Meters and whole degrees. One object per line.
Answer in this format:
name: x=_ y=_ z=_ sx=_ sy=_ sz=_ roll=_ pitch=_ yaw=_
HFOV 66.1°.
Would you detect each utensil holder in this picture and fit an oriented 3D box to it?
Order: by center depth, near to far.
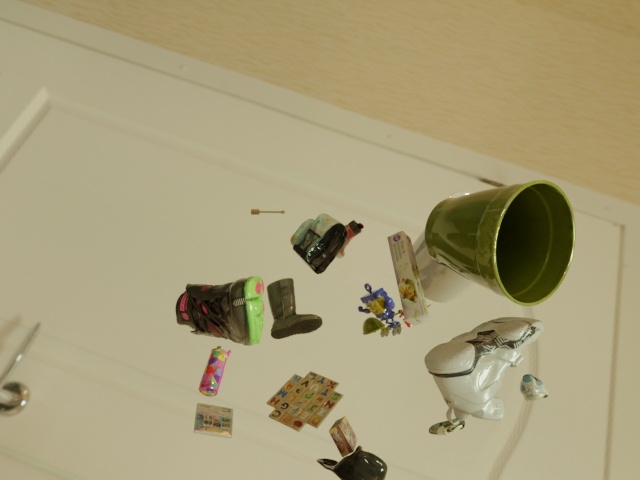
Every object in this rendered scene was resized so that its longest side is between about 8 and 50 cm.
utensil holder: x=0.558 y=0.041 z=2.021 sx=0.385 sy=0.328 sz=0.327 roll=119 pitch=-5 yaw=-50

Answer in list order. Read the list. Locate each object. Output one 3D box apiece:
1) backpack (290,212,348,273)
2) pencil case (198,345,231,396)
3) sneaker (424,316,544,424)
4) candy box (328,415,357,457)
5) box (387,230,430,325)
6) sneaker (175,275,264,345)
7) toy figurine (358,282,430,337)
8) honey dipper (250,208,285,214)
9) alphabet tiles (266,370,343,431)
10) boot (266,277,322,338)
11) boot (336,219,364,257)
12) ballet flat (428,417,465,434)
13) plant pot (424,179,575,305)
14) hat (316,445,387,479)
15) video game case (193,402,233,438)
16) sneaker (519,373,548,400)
backpack: x=0.000 y=0.000 z=1.731 sx=0.188 sy=0.144 sz=0.166 roll=-45 pitch=143 yaw=-5
pencil case: x=-0.513 y=0.633 z=2.387 sx=0.104 sy=0.105 sz=0.236 roll=105 pitch=-2 yaw=-48
sneaker: x=0.463 y=0.348 z=1.337 sx=0.137 sy=0.366 sz=0.210 roll=-177 pitch=-110 yaw=-70
candy box: x=0.091 y=0.759 z=1.913 sx=0.053 sy=0.109 sz=0.186 roll=-30 pitch=167 yaw=3
box: x=0.287 y=0.119 z=1.615 sx=0.067 sy=0.063 sz=0.323 roll=39 pitch=35 yaw=-44
sneaker: x=-0.285 y=0.199 z=1.345 sx=0.483 sy=0.203 sz=0.185 roll=-28 pitch=-119 yaw=60
toy figurine: x=0.252 y=0.259 z=2.045 sx=0.191 sy=0.217 sz=0.362 roll=-37 pitch=-178 yaw=-25
honey dipper: x=-0.247 y=-0.136 z=2.317 sx=0.030 sy=0.161 sz=0.030 roll=-1 pitch=90 yaw=-83
alphabet tiles: x=-0.071 y=0.744 z=2.306 sx=0.343 sy=0.285 sz=0.011 roll=-36 pitch=133 yaw=-47
boot: x=-0.091 y=0.215 z=1.640 sx=0.208 sy=0.190 sz=0.076 roll=-93 pitch=169 yaw=-49
boot: x=0.133 y=-0.006 z=2.337 sx=0.244 sy=0.176 sz=0.088 roll=66 pitch=-2 yaw=-63
ballet flat: x=0.386 y=0.570 z=1.496 sx=0.041 sy=0.115 sz=0.041 roll=-19 pitch=90 yaw=-89
plant pot: x=0.532 y=-0.010 z=1.562 sx=0.353 sy=0.367 sz=0.366 roll=12 pitch=-98 yaw=58
hat: x=0.156 y=0.826 z=1.777 sx=0.133 sy=0.332 sz=0.331 roll=-57 pitch=174 yaw=-11
video game case: x=-0.444 y=0.750 z=2.052 sx=0.143 sy=0.158 sz=0.019 roll=-102 pitch=-148 yaw=-57
sneaker: x=0.723 y=0.499 z=1.676 sx=0.237 sy=0.085 sz=0.086 roll=37 pitch=38 yaw=-62
